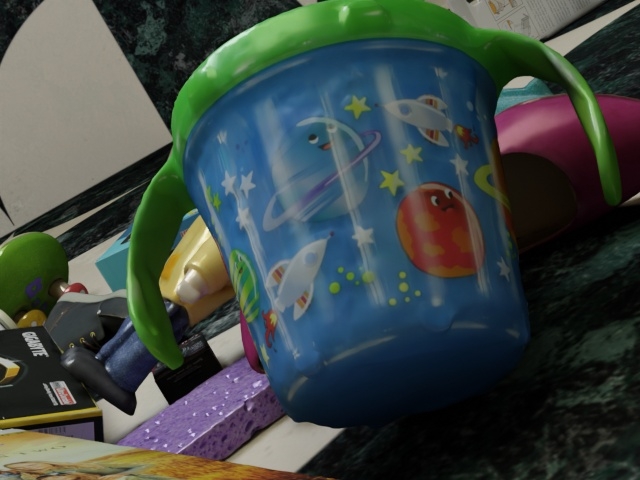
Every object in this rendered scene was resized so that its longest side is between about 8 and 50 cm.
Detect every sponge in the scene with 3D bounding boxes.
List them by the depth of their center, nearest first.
[{"bbox_3d":[-0.116,0.166,0.972,0.210,0.031,0.117,-35,15,-21],"label":"sponge"}]

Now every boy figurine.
[{"bbox_3d":[-0.116,0.026,1.084,0.285,0.092,0.177,-53,10,-4],"label":"boy figurine"}]

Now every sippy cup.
[{"bbox_3d":[0.031,-0.003,0.791,0.240,0.224,0.305,7,-33,-34],"label":"sippy cup"}]

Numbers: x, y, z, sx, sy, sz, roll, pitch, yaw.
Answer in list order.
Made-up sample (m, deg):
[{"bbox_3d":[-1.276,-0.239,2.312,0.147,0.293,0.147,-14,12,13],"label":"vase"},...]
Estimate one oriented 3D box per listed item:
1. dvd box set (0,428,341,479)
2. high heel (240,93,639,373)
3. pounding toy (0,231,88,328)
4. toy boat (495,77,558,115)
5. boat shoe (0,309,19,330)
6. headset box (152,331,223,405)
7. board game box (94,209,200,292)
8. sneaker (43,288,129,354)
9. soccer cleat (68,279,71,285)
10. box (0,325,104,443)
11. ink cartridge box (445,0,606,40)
[{"bbox_3d":[-0.224,0.177,0.723,0.307,0.062,0.420,-2,-1,-40],"label":"dvd box set"},{"bbox_3d":[0.114,0.006,0.942,0.377,0.127,0.181,-22,30,20],"label":"high heel"},{"bbox_3d":[-0.426,0.085,1.718,0.183,0.110,0.237,-59,-24,0],"label":"pounding toy"},{"bbox_3d":[0.120,-0.115,1.158,0.267,0.148,0.318,-2,8,6],"label":"toy boat"},{"bbox_3d":[-0.469,0.170,1.549,0.103,0.113,0.302,-41,7,-36],"label":"boat shoe"},{"bbox_3d":[-0.130,0.125,1.147,0.062,0.032,0.083,-31,12,-6],"label":"headset box"},{"bbox_3d":[-0.121,-0.050,1.664,0.336,0.079,0.254,-25,14,20],"label":"board game box"},{"bbox_3d":[-0.250,0.125,1.346,0.222,0.083,0.118,-4,47,47],"label":"sneaker"},{"bbox_3d":[-0.445,0.090,1.946,0.083,0.029,0.036,-30,22,14],"label":"soccer cleat"},{"bbox_3d":[-0.359,0.162,1.110,0.257,0.079,0.322,-7,12,-20],"label":"box"},{"bbox_3d":[0.268,-0.434,1.788,0.261,0.296,0.066,-33,13,-15],"label":"ink cartridge box"}]
